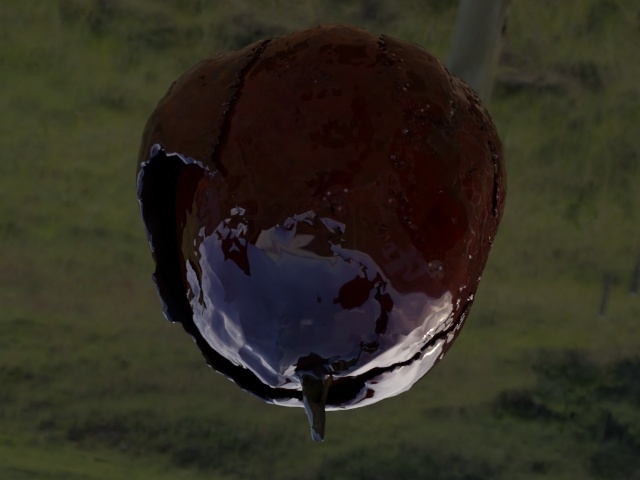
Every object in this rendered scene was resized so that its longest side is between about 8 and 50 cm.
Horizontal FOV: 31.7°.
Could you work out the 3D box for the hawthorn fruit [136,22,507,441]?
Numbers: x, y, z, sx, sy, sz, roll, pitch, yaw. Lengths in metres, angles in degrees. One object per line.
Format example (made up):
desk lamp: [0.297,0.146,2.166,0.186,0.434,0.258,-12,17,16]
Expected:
hawthorn fruit: [0.000,0.000,0.440,0.148,0.172,0.148,0,151,0]
